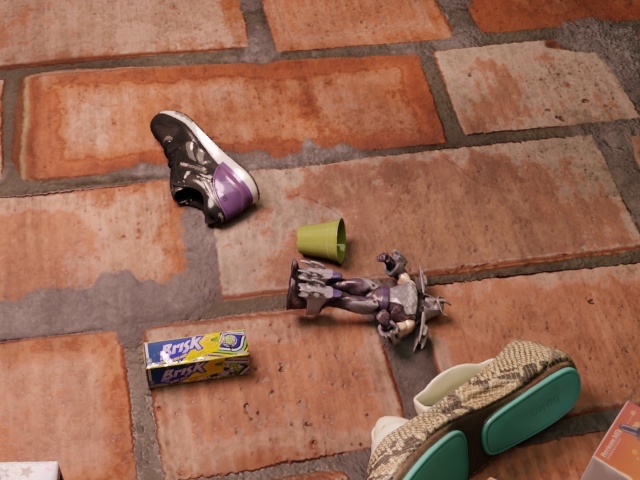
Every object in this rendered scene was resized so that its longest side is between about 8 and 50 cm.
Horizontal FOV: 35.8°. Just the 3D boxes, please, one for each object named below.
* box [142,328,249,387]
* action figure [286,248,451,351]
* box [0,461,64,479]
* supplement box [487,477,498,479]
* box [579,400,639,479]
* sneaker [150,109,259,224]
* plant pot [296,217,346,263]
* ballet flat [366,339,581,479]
[{"bbox_3d":[-0.203,0.193,1.622,0.168,0.059,0.054,-8,48,-11],"label":"box"},{"bbox_3d":[0.086,0.097,1.702,0.285,0.099,0.185,8,40,-3],"label":"action figure"},{"bbox_3d":[-0.479,0.398,1.361,0.247,0.163,0.142,-1,51,-5],"label":"box"},{"bbox_3d":[0.238,0.463,1.413,0.078,0.080,0.233,19,49,13],"label":"supplement box"},{"bbox_3d":[0.507,0.354,1.513,0.170,0.091,0.130,31,54,20],"label":"box"},{"bbox_3d":[-0.253,-0.140,1.879,0.124,0.107,0.283,-38,61,-23],"label":"sneaker"},{"bbox_3d":[0.000,0.000,1.797,0.079,0.083,0.083,0,48,14],"label":"plant pot"},{"bbox_3d":[0.197,0.295,1.524,0.482,0.164,0.182,-30,36,-32],"label":"ballet flat"}]
